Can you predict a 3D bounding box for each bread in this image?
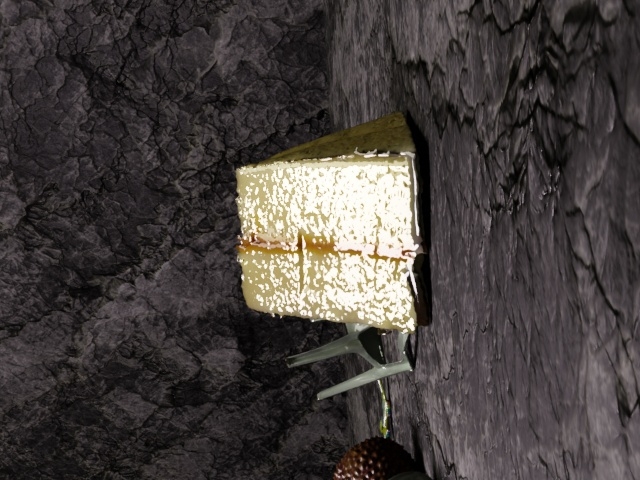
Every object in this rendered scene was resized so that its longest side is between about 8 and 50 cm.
[{"bbox_3d":[0.000,0.000,1.563,0.242,0.404,0.346,-80,-26,-60],"label":"bread"}]

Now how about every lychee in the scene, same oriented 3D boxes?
[{"bbox_3d":[0.112,0.475,1.839,0.188,0.188,0.188,174,90,-88],"label":"lychee"}]

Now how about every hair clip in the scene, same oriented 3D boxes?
[{"bbox_3d":[0.150,0.389,2.304,0.060,0.033,0.189,-98,0,-82],"label":"hair clip"}]

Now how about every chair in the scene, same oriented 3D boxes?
[{"bbox_3d":[0.073,0.153,1.788,0.190,0.274,0.203,46,-151,-53],"label":"chair"}]

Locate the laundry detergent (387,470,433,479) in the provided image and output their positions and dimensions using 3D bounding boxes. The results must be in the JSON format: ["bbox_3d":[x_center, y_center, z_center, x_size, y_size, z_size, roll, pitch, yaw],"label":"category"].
[{"bbox_3d":[0.125,0.616,1.608,0.264,0.124,0.398,-39,-48,-63],"label":"laundry detergent"}]
